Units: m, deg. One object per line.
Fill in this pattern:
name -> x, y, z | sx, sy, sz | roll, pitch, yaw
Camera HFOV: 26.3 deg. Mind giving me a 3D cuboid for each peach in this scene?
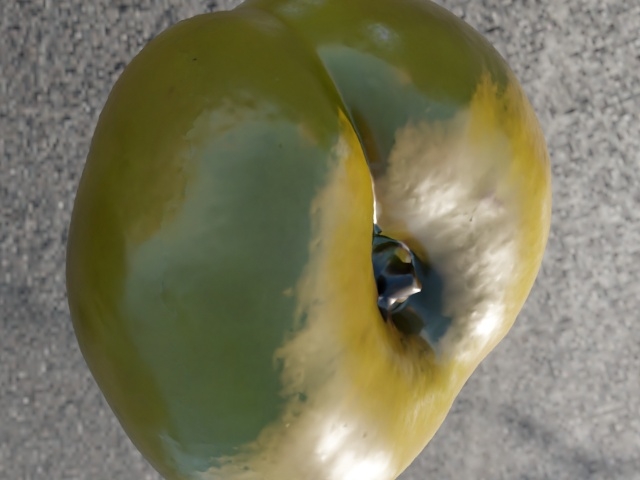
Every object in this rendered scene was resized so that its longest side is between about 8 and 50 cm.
peach -> 0.000, 0.000, 0.440 | 0.103, 0.179, 0.179 | 15, 163, 40
